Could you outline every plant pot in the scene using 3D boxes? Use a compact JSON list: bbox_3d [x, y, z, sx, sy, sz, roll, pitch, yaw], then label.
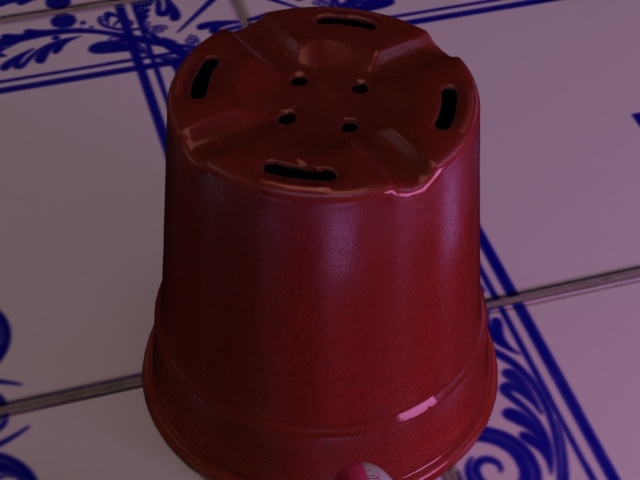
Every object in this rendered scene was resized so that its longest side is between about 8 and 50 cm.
[{"bbox_3d":[0.000,0.000,0.971,0.272,0.265,0.272,0,44,0],"label":"plant pot"}]

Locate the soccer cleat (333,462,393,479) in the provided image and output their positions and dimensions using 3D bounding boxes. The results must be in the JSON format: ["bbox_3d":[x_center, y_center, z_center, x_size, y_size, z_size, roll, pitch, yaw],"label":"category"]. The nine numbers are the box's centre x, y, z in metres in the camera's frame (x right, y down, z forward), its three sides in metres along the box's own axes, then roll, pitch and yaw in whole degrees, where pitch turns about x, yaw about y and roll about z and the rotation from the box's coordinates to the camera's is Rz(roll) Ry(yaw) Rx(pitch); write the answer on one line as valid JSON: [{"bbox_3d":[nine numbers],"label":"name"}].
[{"bbox_3d":[0.058,0.283,0.806,0.143,0.116,0.331,11,45,-12],"label":"soccer cleat"}]
